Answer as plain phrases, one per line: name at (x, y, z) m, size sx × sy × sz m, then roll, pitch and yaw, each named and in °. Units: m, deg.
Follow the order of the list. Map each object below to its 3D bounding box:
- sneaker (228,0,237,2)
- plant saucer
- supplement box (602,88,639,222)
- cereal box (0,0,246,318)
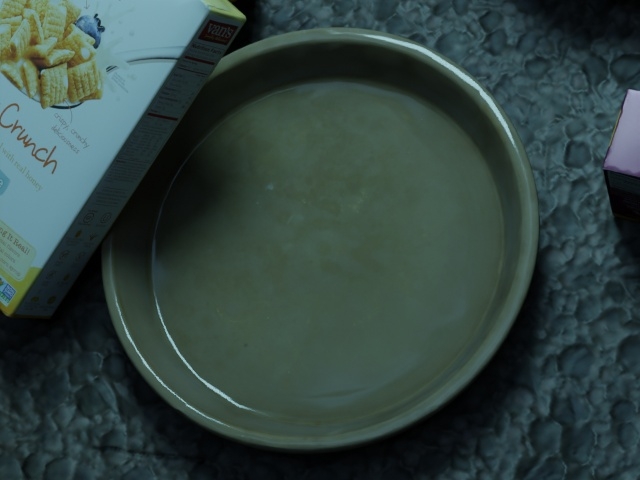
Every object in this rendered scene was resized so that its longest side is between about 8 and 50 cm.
sneaker at (-0.154, -0.214, 1.271) m, size 0.262 × 0.099 × 0.121 m, roll 40°, pitch 93°, yaw 28°
plant saucer at (0.000, 0.000, 1.180) m, size 0.278 × 0.041 × 0.278 m, roll -4°, pitch 71°, yaw 12°
supplement box at (0.197, -0.046, 1.126) m, size 0.043 × 0.083 × 0.055 m, roll 16°, pitch 75°, yaw 18°
cereal box at (-0.173, -0.095, 1.197) m, size 0.173 × 0.047 × 0.240 m, roll 43°, pitch 109°, yaw 28°
